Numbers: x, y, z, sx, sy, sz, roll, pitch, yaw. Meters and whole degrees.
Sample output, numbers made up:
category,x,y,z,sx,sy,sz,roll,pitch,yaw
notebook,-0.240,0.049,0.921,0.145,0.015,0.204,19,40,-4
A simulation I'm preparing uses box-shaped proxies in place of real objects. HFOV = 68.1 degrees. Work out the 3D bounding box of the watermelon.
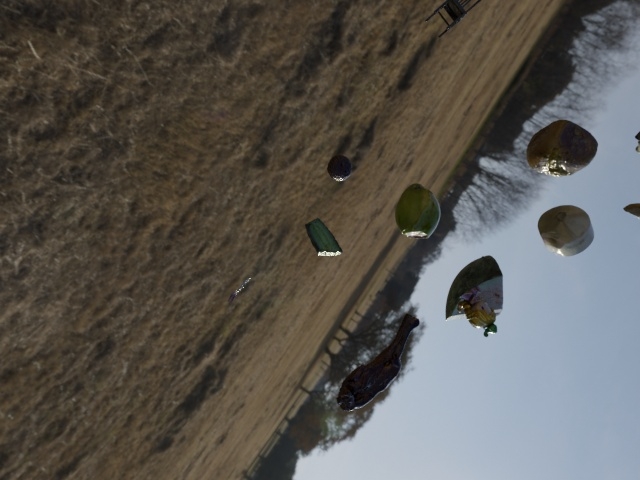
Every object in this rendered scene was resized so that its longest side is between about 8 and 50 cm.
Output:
category,x,y,z,sx,sy,sz,roll,pitch,yaw
watermelon,0.618,0.181,1.768,0.320,0.213,0.290,-43,174,-30

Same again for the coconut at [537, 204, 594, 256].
category,x,y,z,sx,sy,sz,roll,pitch,yaw
coconut,1.109,-0.048,2.156,0.241,0.241,0.241,-53,169,-14

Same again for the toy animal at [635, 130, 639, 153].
category,x,y,z,sx,sy,sz,roll,pitch,yaw
toy animal,0.810,-0.172,1.049,0.249,0.174,0.289,-50,130,-18

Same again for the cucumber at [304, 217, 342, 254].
category,x,y,z,sx,sy,sz,roll,pitch,yaw
cucumber,0.000,0.000,2.125,0.115,0.193,0.085,-30,-178,-35

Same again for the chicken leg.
category,x,y,z,sx,sy,sz,roll,pitch,yaw
chicken leg,0.209,0.429,1.655,0.407,0.096,0.158,-47,129,-6

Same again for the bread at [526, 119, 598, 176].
category,x,y,z,sx,sy,sz,roll,pitch,yaw
bread,0.900,-0.330,1.801,0.176,0.195,0.246,-63,178,-1

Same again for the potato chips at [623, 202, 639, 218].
category,x,y,z,sx,sy,sz,roll,pitch,yaw
potato chips,1.131,0.001,1.474,0.080,0.407,0.057,-51,179,33

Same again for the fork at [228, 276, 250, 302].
category,x,y,z,sx,sy,sz,roll,pitch,yaw
fork,-0.232,0.140,1.355,0.016,0.012,0.115,15,128,-38

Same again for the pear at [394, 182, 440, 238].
category,x,y,z,sx,sy,sz,roll,pitch,yaw
pear,0.396,-0.125,1.933,0.187,0.187,0.220,55,44,-79

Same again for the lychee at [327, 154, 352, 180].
category,x,y,z,sx,sy,sz,roll,pitch,yaw
lychee,0.088,-0.340,2.251,0.123,0.123,0.129,-47,180,-38

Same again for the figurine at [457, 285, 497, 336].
category,x,y,z,sx,sy,sz,roll,pitch,yaw
figurine,0.508,0.243,1.541,0.094,0.156,0.115,-19,156,-32

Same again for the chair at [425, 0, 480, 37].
category,x,y,z,sx,sy,sz,roll,pitch,yaw
chair,0.459,-0.774,1.549,0.212,0.084,0.101,-41,-172,0
